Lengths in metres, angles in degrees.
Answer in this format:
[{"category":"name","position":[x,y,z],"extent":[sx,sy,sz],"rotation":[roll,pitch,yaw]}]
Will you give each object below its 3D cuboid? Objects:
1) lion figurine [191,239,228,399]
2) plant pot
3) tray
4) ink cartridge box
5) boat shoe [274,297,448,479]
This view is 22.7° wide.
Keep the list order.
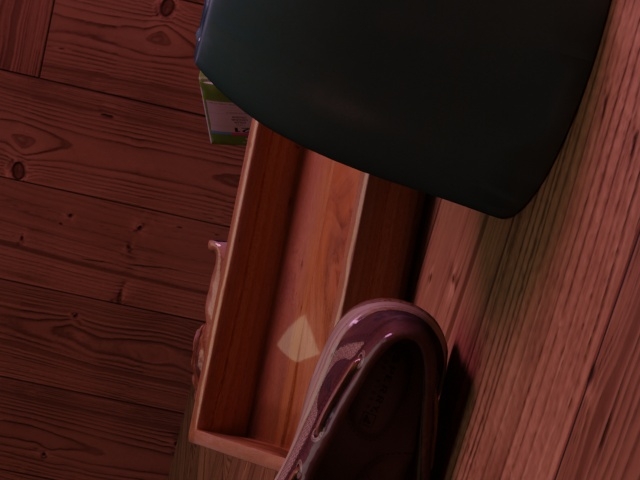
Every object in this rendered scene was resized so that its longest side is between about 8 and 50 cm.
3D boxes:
[{"category":"lion figurine","position":[-0.056,0.126,1.738],"extent":[0.392,0.142,0.240],"rotation":[-175,90,-79]},{"category":"plant pot","position":[0.045,-0.183,1.081],"extent":[0.293,0.235,0.293],"rotation":[-167,90,-83]},{"category":"tray","position":[0.000,0.000,1.434],"extent":[0.203,0.076,0.410],"rotation":[6,85,55]},{"category":"ink cartridge box","position":[-0.084,-0.192,2.094],"extent":[0.255,0.097,0.188],"rotation":[85,-169,-53]},{"category":"boat shoe","position":[0.015,0.212,1.122],"extent":[0.123,0.123,0.342],"rotation":[-127,56,-82]}]
